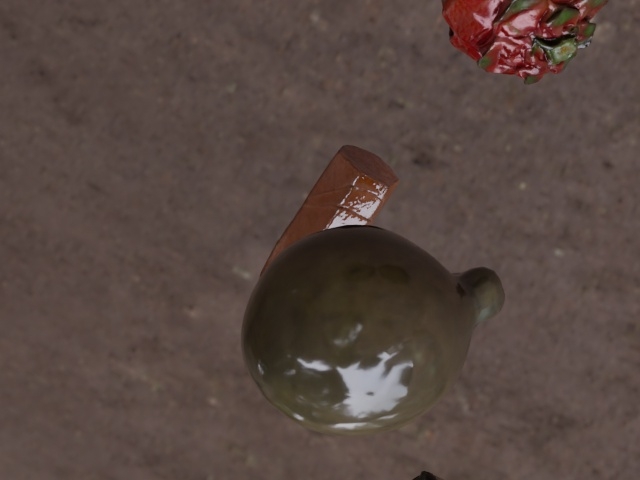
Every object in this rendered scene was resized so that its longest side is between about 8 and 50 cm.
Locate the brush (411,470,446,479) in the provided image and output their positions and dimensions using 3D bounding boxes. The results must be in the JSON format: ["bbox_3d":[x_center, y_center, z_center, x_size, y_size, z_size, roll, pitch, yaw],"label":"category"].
[{"bbox_3d":[0.070,0.277,0.869,0.065,0.327,0.070,28,131,-23],"label":"brush"}]

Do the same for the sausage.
[{"bbox_3d":[0.000,0.000,1.381,0.065,0.065,0.169,31,114,-8],"label":"sausage"}]

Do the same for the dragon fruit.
[{"bbox_3d":[0.141,-0.180,1.089,0.121,0.142,0.130,20,178,1],"label":"dragon fruit"}]

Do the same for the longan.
[{"bbox_3d":[0.040,0.063,1.213,0.204,0.185,0.159,-16,109,6],"label":"longan"}]
